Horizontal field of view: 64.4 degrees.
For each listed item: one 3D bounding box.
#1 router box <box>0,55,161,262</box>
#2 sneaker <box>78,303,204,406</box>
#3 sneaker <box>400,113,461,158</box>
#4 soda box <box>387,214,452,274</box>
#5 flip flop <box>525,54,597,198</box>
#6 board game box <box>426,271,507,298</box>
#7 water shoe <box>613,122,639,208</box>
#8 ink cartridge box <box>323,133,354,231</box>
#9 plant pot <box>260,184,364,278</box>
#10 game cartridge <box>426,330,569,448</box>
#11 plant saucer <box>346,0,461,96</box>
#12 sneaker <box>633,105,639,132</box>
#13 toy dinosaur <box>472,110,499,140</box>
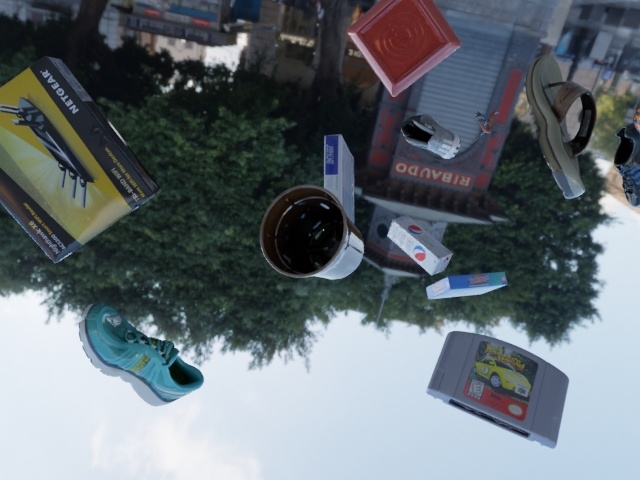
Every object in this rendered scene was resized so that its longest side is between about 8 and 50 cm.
[{"bbox_3d":[-0.505,-0.150,0.979,0.243,0.309,0.081,-34,-164,3],"label":"router box"},{"bbox_3d":[-0.312,0.197,0.909,0.110,0.275,0.107,-18,-137,18],"label":"sneaker"},{"bbox_3d":[0.247,-0.287,1.303,0.132,0.086,0.229,12,-160,-30],"label":"sneaker"},{"bbox_3d":[0.317,0.012,1.641,0.069,0.074,0.216,-16,-133,-34],"label":"soda box"},{"bbox_3d":[0.373,-0.182,0.764,0.112,0.080,0.277,40,-137,-30],"label":"flip flop"},{"bbox_3d":[0.482,0.150,1.691,0.210,0.047,0.160,-3,163,-16],"label":"board game box"},{"bbox_3d":[0.710,-0.169,1.173,0.080,0.203,0.073,-12,-163,-9],"label":"water shoe"},{"bbox_3d":[0.068,-0.174,1.800,0.071,0.324,0.330,-1,176,10],"label":"ink cartridge box"},{"bbox_3d":[0.000,0.000,0.955,0.167,0.167,0.165,25,178,27],"label":"plant pot"},{"bbox_3d":[0.417,0.330,1.190,0.294,0.060,0.196,20,-128,16],"label":"game cartridge"},{"bbox_3d":[0.249,-0.615,1.543,0.258,0.259,0.048,51,-156,-10],"label":"plant saucer"},{"bbox_3d":[0.759,-0.192,0.961,0.321,0.125,0.180,32,-152,28],"label":"sneaker"},{"bbox_3d":[0.377,-0.270,1.155,0.090,0.047,0.082,-31,-149,9],"label":"toy dinosaur"}]
